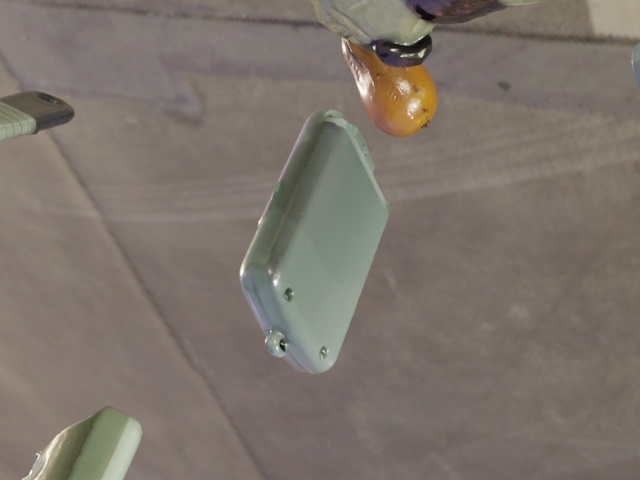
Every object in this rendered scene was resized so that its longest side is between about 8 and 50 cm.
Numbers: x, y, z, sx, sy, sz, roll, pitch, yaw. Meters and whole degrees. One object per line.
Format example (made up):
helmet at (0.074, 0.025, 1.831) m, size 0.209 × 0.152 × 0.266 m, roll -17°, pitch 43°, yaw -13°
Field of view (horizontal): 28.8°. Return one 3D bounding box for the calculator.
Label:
calculator at (0.000, 0.000, 1.072) m, size 0.045 × 0.246 × 0.141 m, roll -2°, pitch 138°, yaw 28°

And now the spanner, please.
spanner at (-0.219, -0.076, 0.782) m, size 0.087 × 0.024 × 0.316 m, roll 24°, pitch -168°, yaw 0°

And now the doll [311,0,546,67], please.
doll at (0.089, -0.194, 0.742) m, size 0.234 × 0.135 × 0.143 m, roll -13°, pitch 124°, yaw 28°

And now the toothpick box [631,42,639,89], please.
toothpick box at (0.461, -0.220, 1.476) m, size 0.153 × 0.101 × 0.101 m, roll -22°, pitch 116°, yaw 40°

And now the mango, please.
mango at (0.092, -0.206, 1.559) m, size 0.084 × 0.105 × 0.159 m, roll -33°, pitch 72°, yaw 40°

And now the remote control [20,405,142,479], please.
remote control at (-0.239, 0.242, 0.995) m, size 0.065 × 0.128 × 0.335 m, roll 33°, pitch 138°, yaw -10°
